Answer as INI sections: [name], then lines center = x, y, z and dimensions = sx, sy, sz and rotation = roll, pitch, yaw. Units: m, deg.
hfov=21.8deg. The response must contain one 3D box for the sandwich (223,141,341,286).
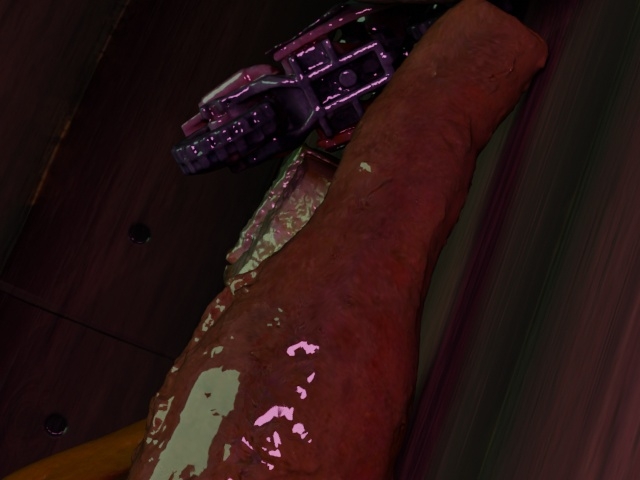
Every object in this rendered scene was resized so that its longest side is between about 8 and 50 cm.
[sandwich]
center = 0.000, 0.000, 0.983
dimensions = 0.090, 0.088, 0.244
rotation = -63, 5, 9

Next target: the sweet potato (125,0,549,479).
[sweet potato]
center = -0.003, 0.052, 0.700
dimensions = 0.109, 0.109, 0.385
rotation = 130, 163, -73

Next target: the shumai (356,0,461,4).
[shumai]
center = 0.047, -0.319, 0.794
dimensions = 0.397, 0.324, 0.323
rotation = 8, 47, 49

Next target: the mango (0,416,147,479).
[mango]
center = -0.118, 0.183, 0.975
dimensions = 0.236, 0.136, 0.166
rotation = -39, -29, 19

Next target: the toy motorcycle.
[toy motorcycle]
center = 0.014, -0.095, 0.952
dimensions = 0.213, 0.084, 0.118
rotation = -27, 13, 2
